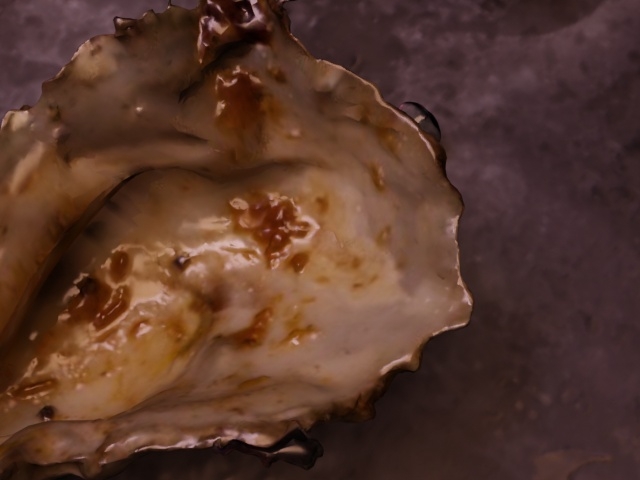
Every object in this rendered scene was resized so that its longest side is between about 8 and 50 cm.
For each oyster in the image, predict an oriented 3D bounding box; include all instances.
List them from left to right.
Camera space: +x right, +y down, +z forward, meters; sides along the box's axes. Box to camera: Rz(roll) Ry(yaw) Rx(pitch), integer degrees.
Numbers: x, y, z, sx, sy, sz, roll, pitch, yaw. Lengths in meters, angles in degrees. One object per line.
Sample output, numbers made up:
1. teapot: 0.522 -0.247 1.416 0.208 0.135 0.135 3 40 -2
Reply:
1. oyster: -0.096 0.050 0.425 0.337 0.133 0.198 -38 69 -9

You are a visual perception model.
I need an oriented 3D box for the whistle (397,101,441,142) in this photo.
1. whistle: 0.000 0.000 0.523 0.033 0.033 0.176 37 77 14
